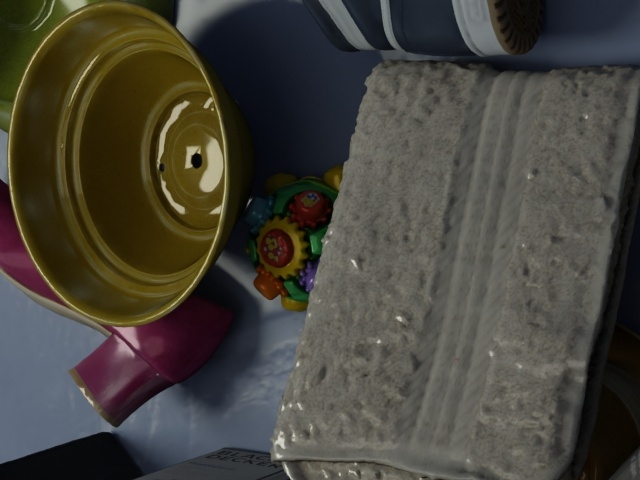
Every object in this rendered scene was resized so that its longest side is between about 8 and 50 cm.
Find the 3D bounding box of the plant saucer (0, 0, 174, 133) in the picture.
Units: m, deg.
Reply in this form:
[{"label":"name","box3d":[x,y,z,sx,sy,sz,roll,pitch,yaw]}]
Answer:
[{"label":"plant saucer","box3d":[-0.211,-0.186,1.302,0.241,0.037,0.241,6,100,34]}]

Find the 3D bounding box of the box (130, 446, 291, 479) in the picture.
[{"label":"box","box3d":[-0.108,0.244,1.143,0.087,0.290,0.169,1,96,33]}]

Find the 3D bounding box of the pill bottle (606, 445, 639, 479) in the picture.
[{"label":"pill bottle","box3d":[0.267,0.130,0.928,0.176,0.176,0.318,48,113,19]}]

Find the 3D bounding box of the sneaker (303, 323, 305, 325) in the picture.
[{"label":"sneaker","box3d":[0.082,0.038,1.124,0.185,0.084,0.069,-27,52,12]}]

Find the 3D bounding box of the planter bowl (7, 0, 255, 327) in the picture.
[{"label":"planter bowl","box3d":[-0.110,-0.053,1.215,0.217,0.090,0.217,4,96,40]}]

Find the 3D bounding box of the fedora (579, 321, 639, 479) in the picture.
[{"label":"fedora","box3d":[0.139,0.140,1.085,0.194,0.079,0.194,6,101,34]}]

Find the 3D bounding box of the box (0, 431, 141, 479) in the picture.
[{"label":"box","box3d":[-0.227,0.261,1.238,0.165,0.270,0.143,52,121,17]}]

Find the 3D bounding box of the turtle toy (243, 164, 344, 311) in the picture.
[{"label":"turtle toy","box3d":[0.000,0.000,1.167,0.130,0.066,0.095,-7,93,35]}]

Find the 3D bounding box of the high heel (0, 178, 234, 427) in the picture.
[{"label":"high heel","box3d":[-0.166,0.012,1.293,0.117,0.082,0.244,-40,59,3]}]

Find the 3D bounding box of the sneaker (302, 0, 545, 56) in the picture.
[{"label":"sneaker","box3d":[0.042,-0.247,1.081,0.153,0.099,0.282,-2,99,33]}]

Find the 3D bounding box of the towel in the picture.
[{"label":"towel","box3d":[0.083,0.022,1.047,0.187,0.049,0.282,5,71,26]}]
